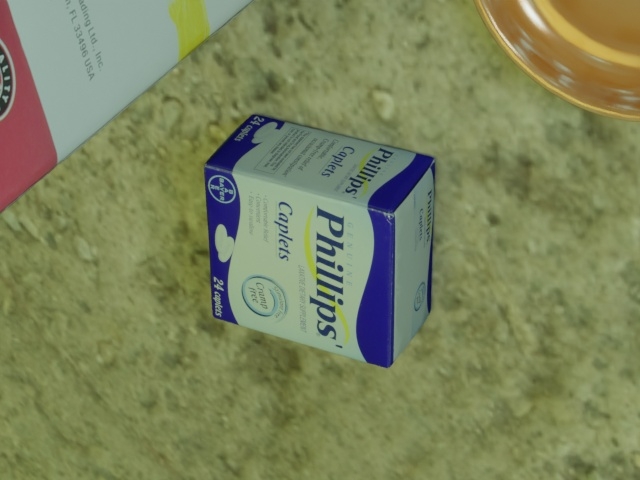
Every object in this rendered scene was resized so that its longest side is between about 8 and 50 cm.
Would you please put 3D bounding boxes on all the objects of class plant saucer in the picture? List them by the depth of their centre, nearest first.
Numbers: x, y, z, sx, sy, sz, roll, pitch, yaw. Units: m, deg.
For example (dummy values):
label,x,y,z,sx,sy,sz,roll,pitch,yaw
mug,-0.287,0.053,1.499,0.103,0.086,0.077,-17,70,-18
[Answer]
label,x,y,z,sx,sy,sz,roll,pitch,yaw
plant saucer,0.176,-0.161,0.983,0.200,0.037,0.200,15,126,22

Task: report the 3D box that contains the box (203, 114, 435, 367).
label,x,y,z,sx,sy,sz,roll,pitch,yaw
box,0.000,0.000,1.171,0.137,0.072,0.126,14,127,21

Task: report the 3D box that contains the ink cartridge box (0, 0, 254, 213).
label,x,y,z,sx,sy,sz,roll,pitch,yaw
ink cartridge box,-0.171,-0.211,0.922,0.160,0.385,0.279,2,122,33
